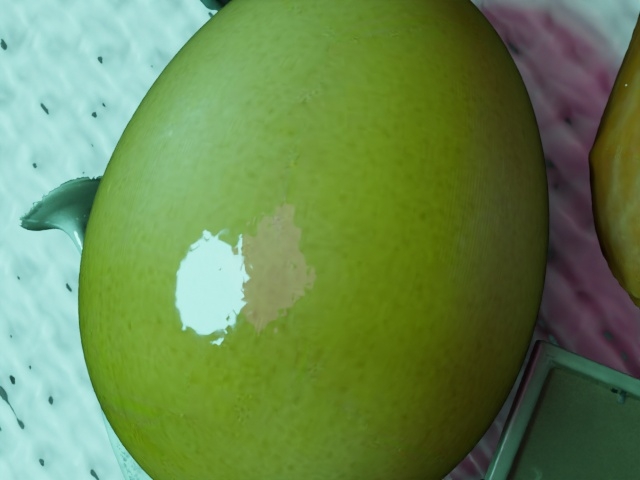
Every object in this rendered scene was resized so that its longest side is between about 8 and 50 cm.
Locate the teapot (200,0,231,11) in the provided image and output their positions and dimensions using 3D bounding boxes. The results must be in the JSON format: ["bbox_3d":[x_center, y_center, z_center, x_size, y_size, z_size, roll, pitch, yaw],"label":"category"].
[{"bbox_3d":[0.025,-0.254,0.792,0.294,0.129,0.193,-47,71,11],"label":"teapot"}]

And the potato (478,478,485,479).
[{"bbox_3d":[0.126,0.213,0.738,0.107,0.080,0.170,-36,73,-2],"label":"potato"}]

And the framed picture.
[{"bbox_3d":[0.198,0.181,0.687,0.249,0.016,0.184,21,87,-2],"label":"framed picture"}]

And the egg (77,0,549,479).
[{"bbox_3d":[0.000,0.000,0.714,0.250,0.250,0.323,12,81,21],"label":"egg"}]

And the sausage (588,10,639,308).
[{"bbox_3d":[0.238,-0.079,0.682,0.141,0.153,0.268,28,97,62],"label":"sausage"}]

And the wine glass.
[{"bbox_3d":[-0.122,0.090,0.849,0.074,0.074,0.262,-27,77,16],"label":"wine glass"}]
